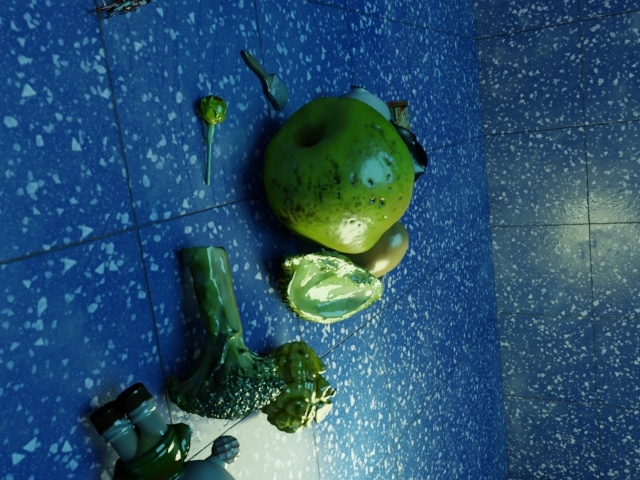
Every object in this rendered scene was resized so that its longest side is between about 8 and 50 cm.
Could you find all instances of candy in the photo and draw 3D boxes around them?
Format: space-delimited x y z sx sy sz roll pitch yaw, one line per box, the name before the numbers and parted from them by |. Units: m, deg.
candy | -0.238 -0.216 1.315 0.058 0.062 0.193 -154 -111 -74

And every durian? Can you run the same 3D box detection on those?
durian | 0.014 0.121 1.578 0.394 0.198 0.163 39 57 -50

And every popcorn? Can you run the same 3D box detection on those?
popcorn | -0.057 0.352 1.475 0.189 0.170 0.217 23 76 -56

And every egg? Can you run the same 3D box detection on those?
egg | 0.137 0.012 1.758 0.201 0.245 0.200 30 52 -49

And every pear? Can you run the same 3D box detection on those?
pear | 0.054 -0.151 1.499 0.391 0.392 0.390 3 86 -60

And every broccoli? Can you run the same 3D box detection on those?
broccoli | -0.204 0.188 1.222 0.361 0.221 0.252 68 28 -14

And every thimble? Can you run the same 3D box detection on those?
thimble | 0.000 0.000 1.662 0.102 0.090 0.115 53 44 -44

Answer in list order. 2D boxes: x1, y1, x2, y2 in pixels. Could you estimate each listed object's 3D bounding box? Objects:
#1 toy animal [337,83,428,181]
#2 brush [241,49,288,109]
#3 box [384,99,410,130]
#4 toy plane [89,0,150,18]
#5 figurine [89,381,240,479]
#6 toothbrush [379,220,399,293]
toy animal | 0.139 -0.282 1.744 0.310 0.251 0.250 43 47 -16
brush | -0.139 -0.404 1.511 0.196 0.021 0.070 43 54 -48
box | 0.200 -0.343 1.959 0.178 0.148 0.194 -23 108 -57
toy plane | -0.355 -0.431 1.103 0.145 0.060 0.037 -36 121 -37
figurine | -0.261 0.430 1.076 0.281 0.167 0.369 -34 97 -29
toothbrush | 0.234 0.027 2.117 0.035 0.042 0.413 27 59 -15
